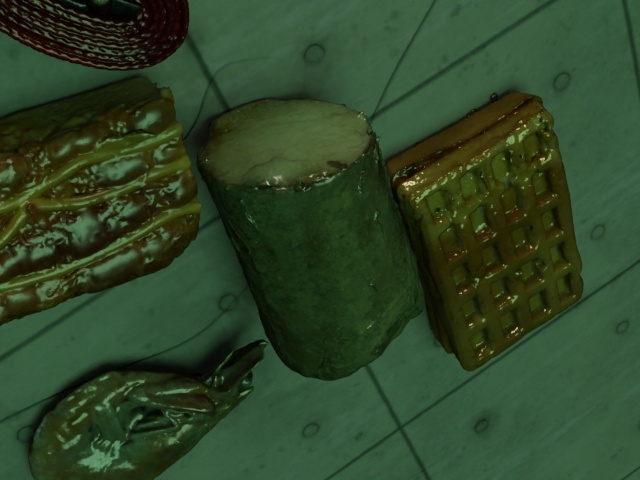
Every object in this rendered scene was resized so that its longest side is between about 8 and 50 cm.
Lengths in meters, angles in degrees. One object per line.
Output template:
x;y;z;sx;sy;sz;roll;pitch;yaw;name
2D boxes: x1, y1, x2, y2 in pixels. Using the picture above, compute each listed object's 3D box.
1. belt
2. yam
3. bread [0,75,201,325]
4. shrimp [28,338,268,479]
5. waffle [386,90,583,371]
-0.210;-0.238;0.820;0.201;0.124;0.128;19;129;-32;belt
0.000;0.000;1.047;0.195;0.195;0.300;-28;129;-11;yam
-0.259;-0.031;0.933;0.274;0.114;0.185;-22;129;-18;bread
-0.202;0.200;1.143;0.317;0.077;0.168;-38;128;1;shrimp
0.216;-0.006;1.234;0.224;0.098;0.328;-31;131;-12;waffle
